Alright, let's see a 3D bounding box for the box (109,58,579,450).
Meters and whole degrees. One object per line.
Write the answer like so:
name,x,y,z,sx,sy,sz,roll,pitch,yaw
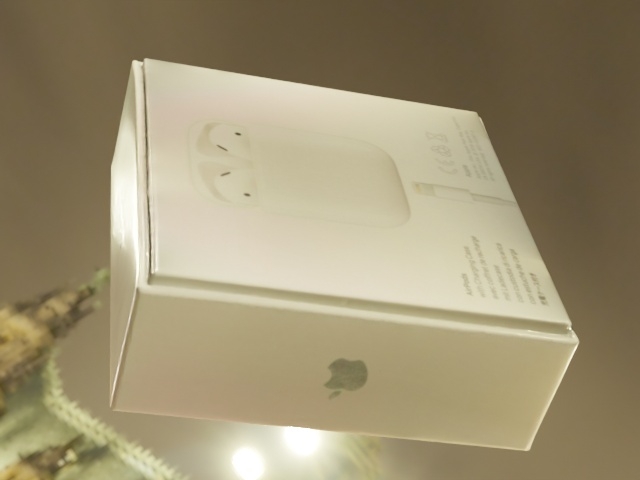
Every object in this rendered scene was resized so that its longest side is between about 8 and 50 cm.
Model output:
box,0.000,0.000,0.425,0.130,0.129,0.051,-102,-156,-54
